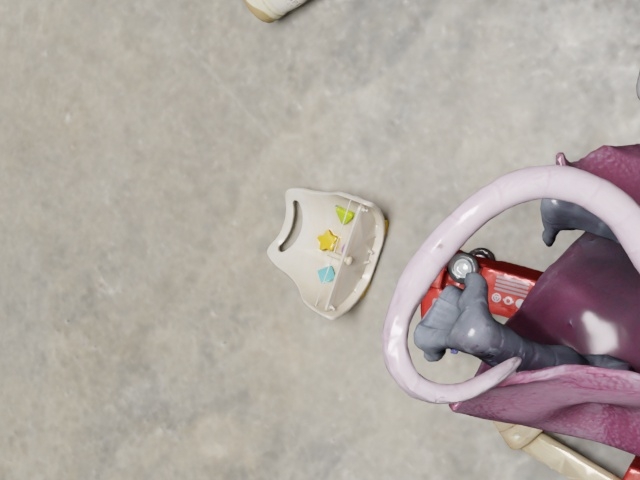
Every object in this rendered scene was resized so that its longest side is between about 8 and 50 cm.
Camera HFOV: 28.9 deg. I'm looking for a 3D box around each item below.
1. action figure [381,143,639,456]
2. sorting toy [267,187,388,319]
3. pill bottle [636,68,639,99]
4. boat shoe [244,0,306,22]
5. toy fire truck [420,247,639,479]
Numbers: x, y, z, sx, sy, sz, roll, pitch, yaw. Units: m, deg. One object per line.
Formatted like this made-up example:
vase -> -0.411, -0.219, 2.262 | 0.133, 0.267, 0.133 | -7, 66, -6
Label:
action figure -> 0.251, 0.078, 0.598 | 0.370, 0.276, 0.248 | 36, 92, 22
sorting toy -> 0.000, 0.000, 0.839 | 0.075, 0.045, 0.083 | 25, 104, 27
pill bottle -> 0.282, -0.185, 0.639 | 0.160, 0.160, 0.283 | 20, 102, 20
boat shoe -> -0.045, -0.234, 0.829 | 0.059, 0.063, 0.170 | -21, 96, 20
toy fire truck -> 0.148, 0.088, 0.779 | 0.192, 0.047, 0.135 | 15, 100, 21
